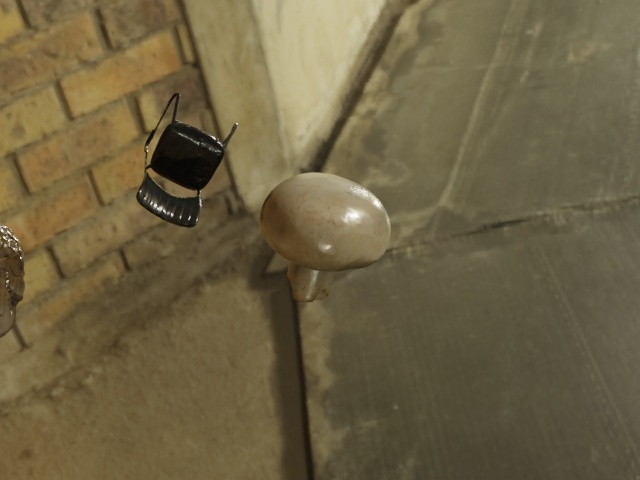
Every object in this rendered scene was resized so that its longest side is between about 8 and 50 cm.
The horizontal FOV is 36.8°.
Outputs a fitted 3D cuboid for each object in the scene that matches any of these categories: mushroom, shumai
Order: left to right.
[{"bbox_3d":[-0.525,0.032,1.349,0.185,0.218,0.184,20,59,45],"label":"shumai"},{"bbox_3d":[0.000,0.000,1.474,0.204,0.204,0.204,-10,34,7],"label":"mushroom"}]

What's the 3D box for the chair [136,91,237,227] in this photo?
[{"bbox_3d":[-0.254,-0.148,1.800,0.140,0.145,0.221,26,31,-16],"label":"chair"}]
